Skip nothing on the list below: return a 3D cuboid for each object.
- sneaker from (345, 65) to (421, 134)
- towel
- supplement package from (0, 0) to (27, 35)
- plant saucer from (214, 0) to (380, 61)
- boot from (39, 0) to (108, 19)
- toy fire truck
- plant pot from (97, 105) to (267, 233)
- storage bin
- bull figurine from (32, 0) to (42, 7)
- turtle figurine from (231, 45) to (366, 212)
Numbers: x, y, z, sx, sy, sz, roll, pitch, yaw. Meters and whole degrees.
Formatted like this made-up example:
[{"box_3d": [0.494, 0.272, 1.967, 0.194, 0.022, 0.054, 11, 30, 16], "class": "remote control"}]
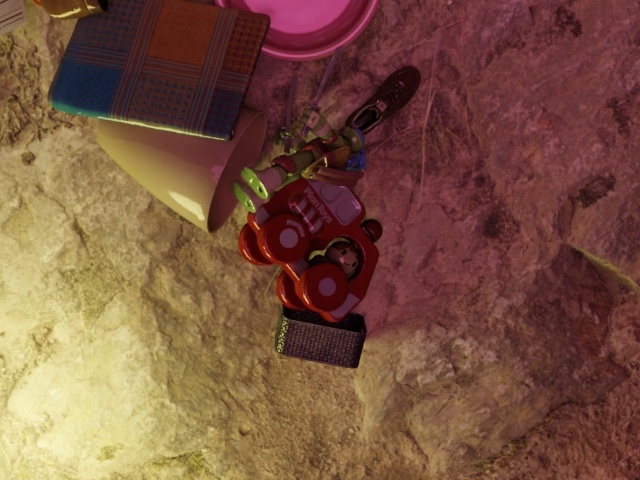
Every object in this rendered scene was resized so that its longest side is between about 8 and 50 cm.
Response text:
[{"box_3d": [0.130, -0.271, 1.887, 0.188, 0.071, 0.066, -43, 103, 10], "class": "sneaker"}, {"box_3d": [-0.300, -0.332, 1.754, 0.370, 0.040, 0.271, 13, 74, 12], "class": "towel"}, {"box_3d": [-0.644, -0.496, 1.703, 0.139, 0.134, 0.244, 17, 128, 25], "class": "supplement package"}, {"box_3d": [-0.045, -0.512, 1.802, 0.332, 0.084, 0.332, 0, 108, -1], "class": "plant saucer"}, {"box_3d": [-0.481, -0.542, 1.671, 0.115, 0.112, 0.305, -12, 107, 7], "class": "boot"}, {"box_3d": [0.000, 0.000, 1.917, 0.254, 0.169, 0.302, -43, 102, -18], "class": "toy fire truck"}, {"box_3d": [-0.280, -0.185, 1.829, 0.274, 0.256, 0.256, 25, 104, 7], "class": "plant pot"}, {"box_3d": [-0.001, 0.197, 1.991, 0.180, 0.122, 0.084, 12, 105, -5], "class": "storage bin"}, {"box_3d": [-0.524, -0.596, 1.753, 0.189, 0.101, 0.310, -20, 106, 2], "class": "bull figurine"}, {"box_3d": [-0.059, -0.194, 1.793, 0.266, 0.198, 0.274, -38, 123, -25], "class": "turtle figurine"}]
